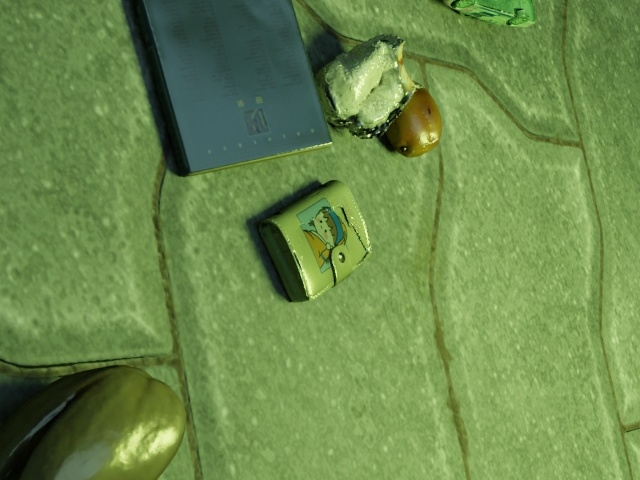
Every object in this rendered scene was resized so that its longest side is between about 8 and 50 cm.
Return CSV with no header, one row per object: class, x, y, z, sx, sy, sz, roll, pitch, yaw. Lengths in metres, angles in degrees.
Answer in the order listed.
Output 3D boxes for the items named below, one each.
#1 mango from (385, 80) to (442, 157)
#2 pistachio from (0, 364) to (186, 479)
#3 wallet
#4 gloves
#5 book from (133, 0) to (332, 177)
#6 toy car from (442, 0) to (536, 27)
mango,0.119,-0.167,1.576,0.080,0.060,0.114,9,68,-31
pistachio,-0.201,0.183,0.978,0.226,0.136,0.135,-39,108,-45
wallet,0.000,0.000,1.374,0.155,0.039,0.110,-34,102,-51
gloves,0.055,-0.191,1.492,0.153,0.070,0.114,-38,115,-37
book,-0.102,-0.215,1.290,0.191,0.025,0.269,-15,88,-33
toy car,0.248,-0.385,1.818,0.224,0.076,0.090,4,74,-43
